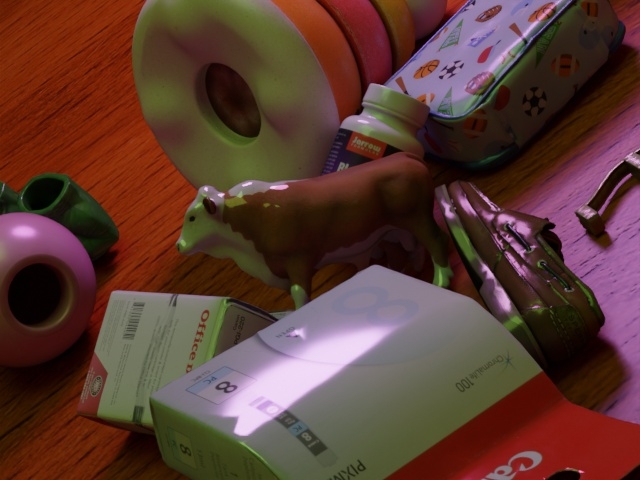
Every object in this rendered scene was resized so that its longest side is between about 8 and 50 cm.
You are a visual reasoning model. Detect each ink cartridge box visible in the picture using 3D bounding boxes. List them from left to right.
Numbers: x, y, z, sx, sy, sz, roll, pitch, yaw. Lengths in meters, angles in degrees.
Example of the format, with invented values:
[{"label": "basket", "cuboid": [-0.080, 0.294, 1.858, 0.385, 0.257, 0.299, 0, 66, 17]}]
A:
[{"label": "ink cartridge box", "cuboid": [-0.164, 0.146, 1.896, 0.218, 0.092, 0.158, 1, 71, 48]}, {"label": "ink cartridge box", "cuboid": [0.078, 0.161, 1.518, 0.308, 0.091, 0.385, -28, 30, -35]}]

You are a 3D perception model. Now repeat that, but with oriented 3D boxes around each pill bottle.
[{"label": "pill bottle", "cuboid": [0.060, -0.084, 1.973, 0.108, 0.108, 0.193, 20, 88, 56]}]

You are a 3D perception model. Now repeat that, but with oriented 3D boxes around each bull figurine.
[{"label": "bull figurine", "cuboid": [0.000, 0.000, 1.844, 0.310, 0.188, 0.101, -17, 0, -17]}]

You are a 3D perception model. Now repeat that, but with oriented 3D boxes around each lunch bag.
[{"label": "lunch bag", "cuboid": [0.227, -0.227, 2.092, 0.303, 0.115, 0.243, -44, 28, -15]}]

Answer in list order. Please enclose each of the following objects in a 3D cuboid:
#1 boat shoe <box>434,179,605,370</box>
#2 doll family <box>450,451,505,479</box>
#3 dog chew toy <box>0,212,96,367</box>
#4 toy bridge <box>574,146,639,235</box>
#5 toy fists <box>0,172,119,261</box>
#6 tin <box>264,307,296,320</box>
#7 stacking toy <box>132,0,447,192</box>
[{"label": "boat shoe", "cuboid": [0.211, 0.026, 1.749, 0.104, 0.110, 0.307, -28, 39, 3]}, {"label": "doll family", "cuboid": [0.056, 0.257, 1.571, 0.263, 0.118, 0.163, -8, 27, 7]}, {"label": "dog chew toy", "cuboid": [-0.439, 0.060, 2.257, 0.206, 0.206, 0.332, -45, 23, -19]}, {"label": "toy bridge", "cuboid": [0.358, -0.078, 1.822, 0.188, 0.026, 0.063, -37, 28, -5]}, {"label": "toy fists", "cuboid": [-0.405, -0.017, 2.389, 0.279, 0.142, 0.096, -4, 55, 42]}, {"label": "tin", "cuboid": [-0.082, 0.130, 1.950, 0.190, 0.040, 0.106, -8, 43, 38]}, {"label": "stacking toy", "cuboid": [0.015, -0.271, 2.242, 0.351, 0.350, 0.480, 2, 29, 46]}]
